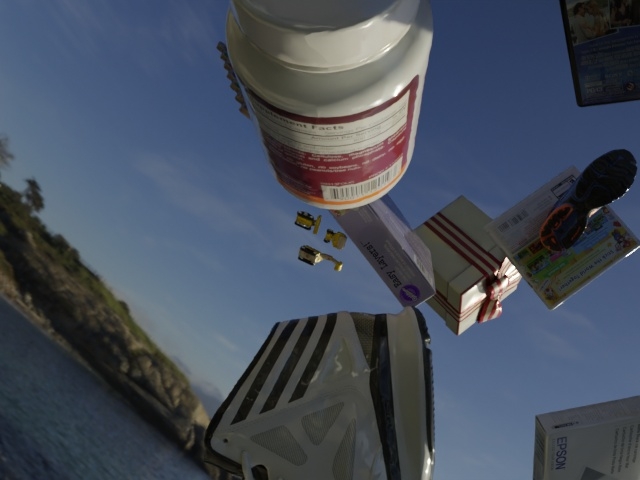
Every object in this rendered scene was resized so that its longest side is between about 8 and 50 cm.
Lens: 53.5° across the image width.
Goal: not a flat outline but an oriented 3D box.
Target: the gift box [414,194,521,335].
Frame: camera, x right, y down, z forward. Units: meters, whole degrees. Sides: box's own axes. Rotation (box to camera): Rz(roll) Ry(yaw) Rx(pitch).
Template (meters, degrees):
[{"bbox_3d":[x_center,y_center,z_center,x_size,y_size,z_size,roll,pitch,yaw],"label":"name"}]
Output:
[{"bbox_3d":[0.391,0.058,1.653,0.258,0.276,0.255,47,-11,31],"label":"gift box"}]

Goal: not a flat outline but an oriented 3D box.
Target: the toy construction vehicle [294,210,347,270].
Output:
[{"bbox_3d":[0.000,0.000,1.089,0.098,0.035,0.085,22,-66,20],"label":"toy construction vehicle"}]

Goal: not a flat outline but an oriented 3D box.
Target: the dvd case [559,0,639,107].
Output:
[{"bbox_3d":[0.276,-0.244,0.525,0.180,0.022,0.252,6,-63,55],"label":"dvd case"}]

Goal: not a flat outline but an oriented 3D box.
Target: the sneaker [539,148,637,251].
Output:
[{"bbox_3d":[0.480,-0.080,1.163,0.083,0.221,0.087,42,13,-1],"label":"sneaker"}]

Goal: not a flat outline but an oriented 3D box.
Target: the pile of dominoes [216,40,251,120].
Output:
[{"bbox_3d":[-0.075,-0.256,1.113,0.196,0.040,0.251,22,33,-39],"label":"pile of dominoes"}]

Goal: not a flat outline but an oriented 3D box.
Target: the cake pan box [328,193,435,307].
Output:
[{"bbox_3d":[0.109,-0.023,1.135,0.266,0.070,0.245,51,17,-9],"label":"cake pan box"}]

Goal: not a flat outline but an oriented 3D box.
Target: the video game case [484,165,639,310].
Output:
[{"bbox_3d":[0.477,-0.008,1.254,0.206,0.227,0.026,54,-8,14],"label":"video game case"}]

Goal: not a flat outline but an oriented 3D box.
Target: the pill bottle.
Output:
[{"bbox_3d":[0.013,-0.204,0.753,0.224,0.224,0.392,37,-12,14],"label":"pill bottle"}]

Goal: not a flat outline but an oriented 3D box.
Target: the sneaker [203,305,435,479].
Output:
[{"bbox_3d":[0.001,0.302,0.725,0.258,0.447,0.169,-2,-9,4],"label":"sneaker"}]

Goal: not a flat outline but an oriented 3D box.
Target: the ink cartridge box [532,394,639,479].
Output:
[{"bbox_3d":[0.435,0.335,0.961,0.045,0.224,0.223,-106,-175,-60],"label":"ink cartridge box"}]
